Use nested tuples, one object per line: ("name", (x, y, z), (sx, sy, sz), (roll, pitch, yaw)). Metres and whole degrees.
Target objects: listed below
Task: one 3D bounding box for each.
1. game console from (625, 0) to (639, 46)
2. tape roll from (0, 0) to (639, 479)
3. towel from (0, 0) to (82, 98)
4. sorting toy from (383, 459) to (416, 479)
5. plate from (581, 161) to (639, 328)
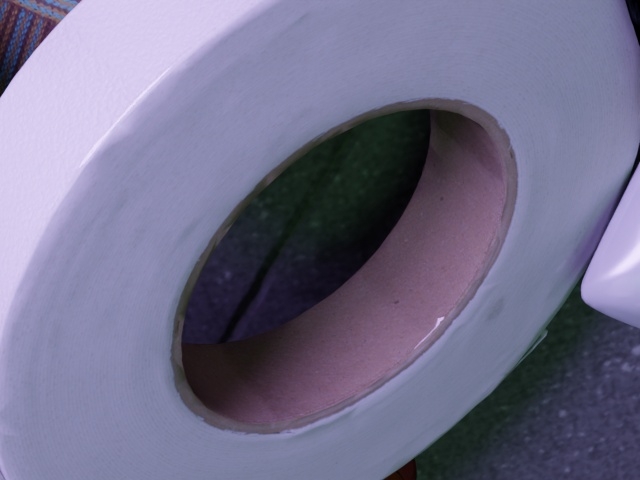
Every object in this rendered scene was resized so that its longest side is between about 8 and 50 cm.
("game console", (0.318, -0.158, 0.630), (0.361, 0.044, 0.213), (-22, 118, 6))
("tape roll", (0.000, 0.000, 0.696), (0.392, 0.072, 0.392), (-26, 141, -23))
("towel", (-0.081, -0.219, 0.636), (0.272, 0.040, 0.370), (25, 117, -3))
("sorting toy", (-0.040, 0.294, 0.934), (0.127, 0.126, 0.365), (20, 115, -20))
("plate", (0.322, -0.039, 0.789), (0.278, 0.045, 0.277), (23, 95, -22))
